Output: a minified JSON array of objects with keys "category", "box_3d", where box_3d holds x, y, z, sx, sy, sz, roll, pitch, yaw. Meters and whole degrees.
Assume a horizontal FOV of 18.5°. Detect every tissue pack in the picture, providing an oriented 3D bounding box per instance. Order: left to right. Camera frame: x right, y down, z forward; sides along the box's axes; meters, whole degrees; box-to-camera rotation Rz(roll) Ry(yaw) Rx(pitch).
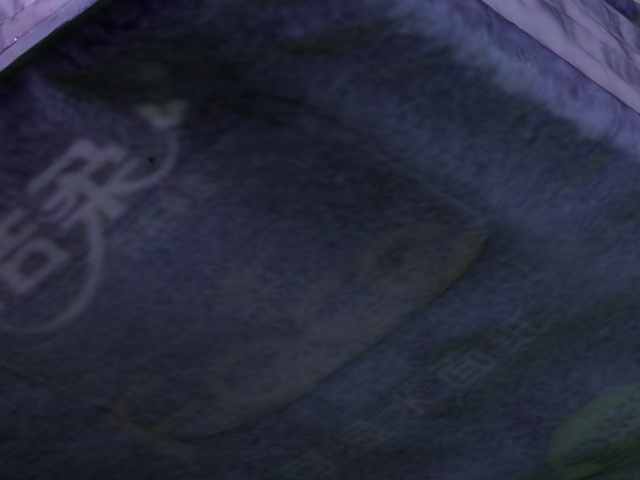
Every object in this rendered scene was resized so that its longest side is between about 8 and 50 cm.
[{"category":"tissue pack","box_3d":[0.000,0.000,0.758,0.394,0.288,0.124,29,33,-41]}]

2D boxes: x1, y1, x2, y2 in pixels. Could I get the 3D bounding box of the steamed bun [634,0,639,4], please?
[{"category":"steamed bun","box_3d":[-0.010,-0.161,0.931,0.346,0.237,0.394,44,38,7]}]
